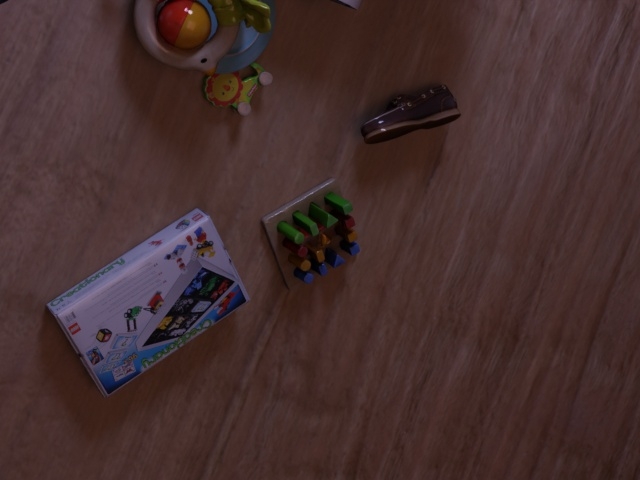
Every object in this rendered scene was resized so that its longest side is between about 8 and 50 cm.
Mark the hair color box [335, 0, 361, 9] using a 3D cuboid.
[{"bbox_3d":[0.040,-0.568,1.935,0.174,0.105,0.347,17,99,-38],"label":"hair color box"}]

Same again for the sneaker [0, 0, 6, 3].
[{"bbox_3d":[-0.538,-0.431,1.625,0.323,0.236,0.130,37,118,1],"label":"sneaker"}]

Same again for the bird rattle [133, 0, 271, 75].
[{"bbox_3d":[-0.202,-0.360,1.835,0.253,0.143,0.207,18,112,-21],"label":"bird rattle"}]

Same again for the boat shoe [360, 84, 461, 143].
[{"bbox_3d":[0.156,-0.230,2.185,0.207,0.073,0.073,-18,81,-29],"label":"boat shoe"}]

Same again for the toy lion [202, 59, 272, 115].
[{"bbox_3d":[-0.143,-0.260,1.999,0.096,0.034,0.100,37,87,-30],"label":"toy lion"}]

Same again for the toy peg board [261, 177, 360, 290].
[{"bbox_3d":[0.000,0.000,2.169,0.161,0.079,0.161,-31,123,-18],"label":"toy peg board"}]

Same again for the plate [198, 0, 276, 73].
[{"bbox_3d":[-0.154,-0.361,1.938,0.188,0.024,0.188,-8,108,-25],"label":"plate"}]

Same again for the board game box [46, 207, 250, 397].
[{"bbox_3d":[-0.286,0.105,2.045,0.305,0.053,0.193,-34,124,-17],"label":"board game box"}]
